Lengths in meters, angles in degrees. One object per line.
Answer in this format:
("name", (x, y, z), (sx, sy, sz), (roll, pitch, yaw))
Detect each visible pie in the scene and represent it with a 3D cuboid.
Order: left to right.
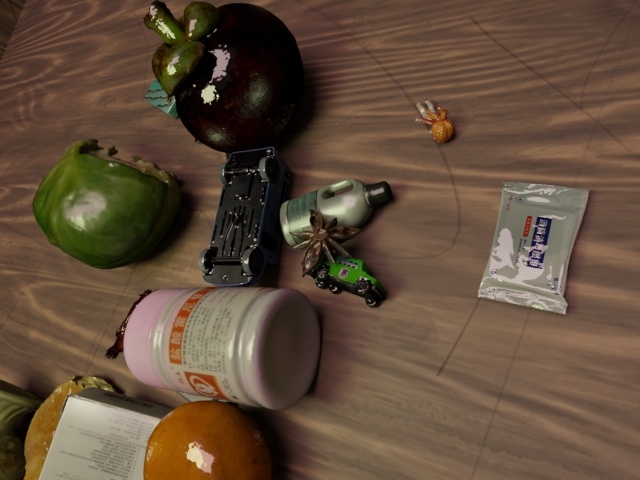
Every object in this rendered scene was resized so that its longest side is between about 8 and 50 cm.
("pie", (-0.585, 0.486, 1.044), (0.339, 0.083, 0.340), (-12, 68, 31))

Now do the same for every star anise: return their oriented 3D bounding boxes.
("star anise", (-0.002, 0.010, 0.789), (0.124, 0.056, 0.129), (22, 66, 16))

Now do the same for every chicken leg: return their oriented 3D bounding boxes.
("chicken leg", (-0.469, 0.211, 1.091), (0.205, 0.053, 0.093), (-57, 30, -6))

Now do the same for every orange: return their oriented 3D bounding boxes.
("orange", (-0.188, 0.390, 0.763), (0.240, 0.171, 0.240), (-2, 87, 32))

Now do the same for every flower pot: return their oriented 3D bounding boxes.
("flower pot", (-0.862, 0.479, 1.110), (0.307, 0.307, 0.244), (4, 61, 34))

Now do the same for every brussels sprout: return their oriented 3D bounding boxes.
("brussels sprout", (-0.535, -0.092, 1.103), (0.371, 0.276, 0.315), (37, 91, 37))

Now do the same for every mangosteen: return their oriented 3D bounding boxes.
("mangosteen", (-0.187, -0.350, 0.952), (0.329, 0.330, 0.330), (-12, 67, 29))

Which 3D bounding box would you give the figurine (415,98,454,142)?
("figurine", (0.208, -0.226, 0.817), (0.064, 0.047, 0.109), (-20, 54, -1))

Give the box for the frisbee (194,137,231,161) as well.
("frisbee", (-0.229, -0.299, 1.144), (0.211, 0.012, 0.187), (39, 95, 36))

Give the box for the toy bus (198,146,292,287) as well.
("toy bus", (-0.144, -0.038, 0.920), (0.125, 0.133, 0.292), (-2, 70, 27))

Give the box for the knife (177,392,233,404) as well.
("knife", (-0.280, 0.295, 0.943), (0.265, 0.041, 0.073), (21, 68, 36))

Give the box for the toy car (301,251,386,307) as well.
("toy car", (0.045, 0.064, 0.801), (0.165, 0.071, 0.063), (17, 68, 36))

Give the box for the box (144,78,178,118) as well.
("box", (-0.417, -0.486, 1.312), (0.162, 0.041, 0.229), (35, 93, 37))

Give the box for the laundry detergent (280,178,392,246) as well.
("laundry detergent", (0.029, -0.062, 0.854), (0.225, 0.070, 0.099), (-19, 63, 27))

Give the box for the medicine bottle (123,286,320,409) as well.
("medicine bottle", (-0.180, 0.185, 0.815), (0.315, 0.202, 0.202), (-4, 71, 30))

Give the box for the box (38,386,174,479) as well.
("box", (-0.433, 0.470, 0.884), (0.199, 0.106, 0.300), (15, 81, 1))

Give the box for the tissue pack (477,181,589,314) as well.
("tissue pack", (0.319, 0.005, 0.670), (0.122, 0.026, 0.193), (10, 79, 34))
